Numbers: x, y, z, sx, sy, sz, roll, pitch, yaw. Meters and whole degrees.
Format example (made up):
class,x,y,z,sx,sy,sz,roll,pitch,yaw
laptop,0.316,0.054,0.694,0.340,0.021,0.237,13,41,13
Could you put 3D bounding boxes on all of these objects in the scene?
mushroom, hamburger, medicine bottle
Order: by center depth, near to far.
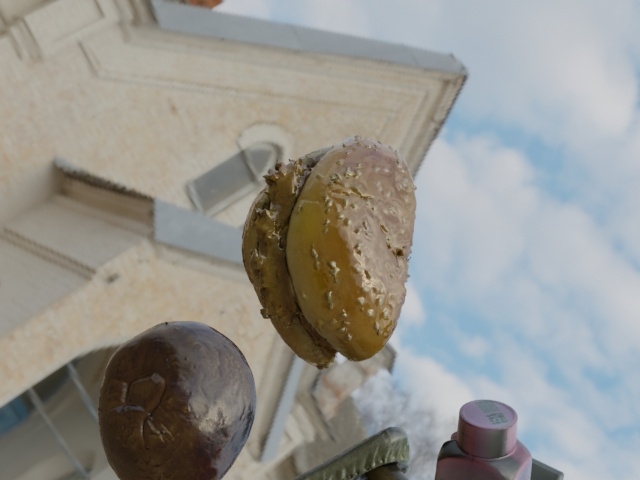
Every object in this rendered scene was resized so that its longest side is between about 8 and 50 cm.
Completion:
class,x,y,z,sx,sy,sz,roll,pitch,yaw
mushroom,-0.186,0.202,1.324,0.138,0.194,0.231,28,41,-51
medicine bottle,0.223,0.318,1.461,0.119,0.094,0.188,14,-65,29
hamburger,0.000,0.000,1.946,0.268,0.287,0.445,-11,-113,53

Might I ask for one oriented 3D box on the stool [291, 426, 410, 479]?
class,x,y,z,sx,sy,sz,roll,pitch,yaw
stool,0.082,0.546,2.062,0.226,0.310,0.310,58,-9,28

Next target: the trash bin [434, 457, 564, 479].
class,x,y,z,sx,sy,sz,roll,pitch,yaw
trash bin,0.345,0.492,2.117,0.236,0.176,0.101,22,-35,21
